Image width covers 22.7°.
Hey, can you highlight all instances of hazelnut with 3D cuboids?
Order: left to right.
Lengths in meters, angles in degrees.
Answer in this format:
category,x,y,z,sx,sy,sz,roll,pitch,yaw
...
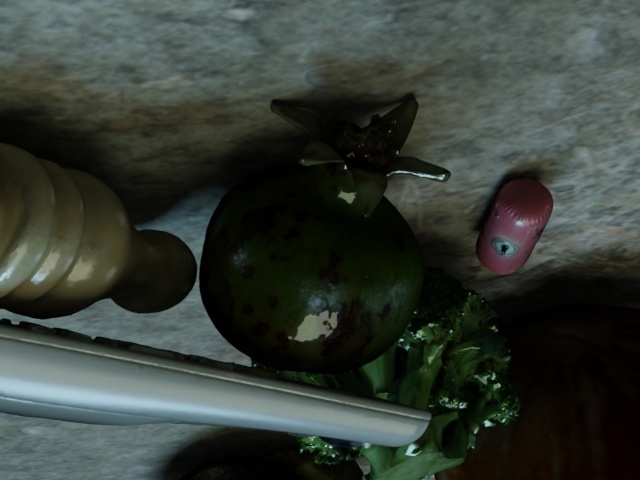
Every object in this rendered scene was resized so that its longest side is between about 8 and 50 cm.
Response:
category,x,y,z,sx,sy,sz,roll,pitch,yaw
hazelnut,0.201,0.146,1.244,0.229,0.229,0.229,-9,151,-5

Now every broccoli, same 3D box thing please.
category,x,y,z,sx,sy,sz,roll,pitch,yaw
broccoli,0.046,0.098,1.129,0.195,0.156,0.195,-16,150,-9

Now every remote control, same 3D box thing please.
category,x,y,z,sx,sy,sz,roll,pitch,yaw
remote control,-0.096,0.092,0.958,0.313,0.055,0.109,12,175,-16

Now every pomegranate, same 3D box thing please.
category,x,y,z,sx,sy,sz,roll,pitch,yaw
pomegranate,0.000,0.006,0.975,0.148,0.148,0.169,-1,142,-19

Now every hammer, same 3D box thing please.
category,x,y,z,sx,sy,sz,roll,pitch,yaw
hammer,0.131,-0.008,1.088,0.043,0.043,0.083,-4,151,-14

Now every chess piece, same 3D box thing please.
category,x,y,z,sx,sy,sz,roll,pitch,yaw
chess piece,-0.187,-0.009,0.906,0.307,0.124,0.139,18,127,-46

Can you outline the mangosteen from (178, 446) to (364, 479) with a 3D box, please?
category,x,y,z,sx,sy,sz,roll,pitch,yaw
mangosteen,-0.038,0.259,1.383,0.217,0.192,0.192,-43,162,-25
